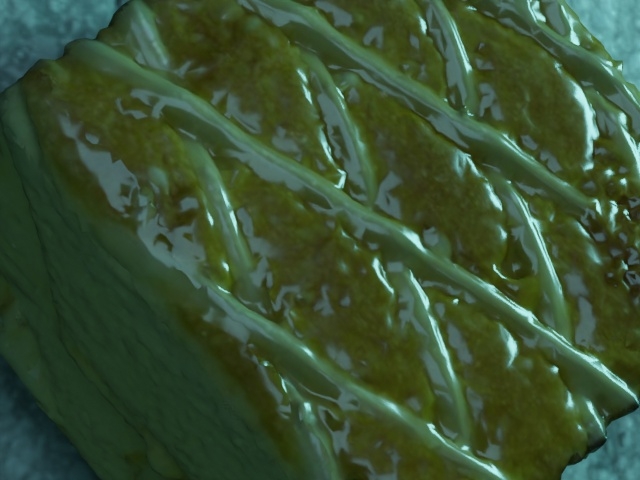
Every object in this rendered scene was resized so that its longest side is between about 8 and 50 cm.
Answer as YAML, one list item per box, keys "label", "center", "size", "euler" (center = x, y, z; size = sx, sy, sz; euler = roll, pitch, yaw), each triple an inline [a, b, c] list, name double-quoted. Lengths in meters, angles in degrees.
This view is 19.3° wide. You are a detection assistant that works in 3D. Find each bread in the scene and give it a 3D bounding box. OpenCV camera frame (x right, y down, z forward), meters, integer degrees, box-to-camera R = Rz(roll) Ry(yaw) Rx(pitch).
- label: "bread"
  center: [0.000, 0.000, 1.165]
  size: [0.390, 0.279, 0.371]
  euler: [49, 61, -2]
